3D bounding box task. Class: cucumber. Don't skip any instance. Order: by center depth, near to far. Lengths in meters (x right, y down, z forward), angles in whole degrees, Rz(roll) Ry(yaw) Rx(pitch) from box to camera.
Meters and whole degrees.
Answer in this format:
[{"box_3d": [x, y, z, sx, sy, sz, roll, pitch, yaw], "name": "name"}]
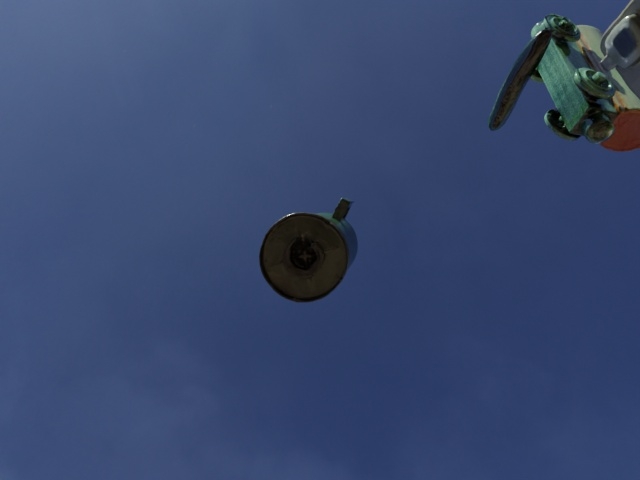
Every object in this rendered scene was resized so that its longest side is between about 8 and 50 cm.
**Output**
[{"box_3d": [0.302, -0.245, 1.001, 0.033, 0.036, 0.184, -28, -29, -36], "name": "cucumber"}]

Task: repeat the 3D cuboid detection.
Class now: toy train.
[{"box_3d": [0.435, -0.257, 1.052, 0.177, 0.285, 0.116, 9, -44, -16], "name": "toy train"}]

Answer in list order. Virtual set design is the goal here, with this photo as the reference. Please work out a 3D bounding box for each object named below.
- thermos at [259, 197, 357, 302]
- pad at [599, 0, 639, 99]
[{"box_3d": [-0.004, 0.003, 0.613, 0.073, 0.187, 0.083, -4, -87, 7], "name": "thermos"}, {"box_3d": [0.205, -0.010, 0.215, 0.009, 0.159, 0.265, -27, -104, -14], "name": "pad"}]
